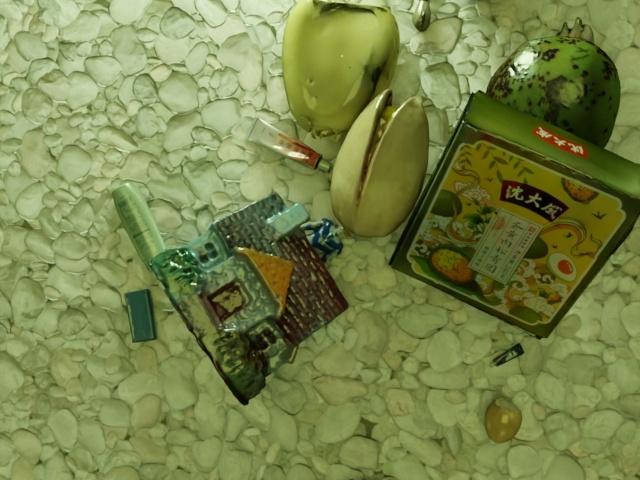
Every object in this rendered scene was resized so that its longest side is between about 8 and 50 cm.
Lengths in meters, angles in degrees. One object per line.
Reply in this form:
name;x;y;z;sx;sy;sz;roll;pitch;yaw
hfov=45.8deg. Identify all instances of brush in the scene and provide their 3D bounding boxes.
brush;0.245;-0.615;1.697;0.039;0.042;0.299;9;91;45

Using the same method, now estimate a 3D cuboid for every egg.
egg;0.400;0.399;1.670;0.080;0.080;0.096;18;108;5

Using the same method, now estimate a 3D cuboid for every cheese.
cheese;0.038;-0.373;1.681;0.260;0.128;0.315;5;84;12

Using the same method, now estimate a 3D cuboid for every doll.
doll;0.000;0.000;1.716;0.227;0.057;0.114;-27;84;8

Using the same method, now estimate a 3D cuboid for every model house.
model house;-0.118;0.105;1.621;0.339;0.297;0.360;-33;87;-7

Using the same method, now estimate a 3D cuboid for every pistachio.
pistachio;0.126;-0.161;1.616;0.194;0.214;0.317;17;106;17

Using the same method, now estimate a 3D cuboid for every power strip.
power strip;-0.418;0.177;1.768;0.056;0.032;0.123;-9;90;6

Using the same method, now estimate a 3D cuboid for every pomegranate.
pomegranate;0.495;-0.323;1.588;0.285;0.285;0.340;24;59;5

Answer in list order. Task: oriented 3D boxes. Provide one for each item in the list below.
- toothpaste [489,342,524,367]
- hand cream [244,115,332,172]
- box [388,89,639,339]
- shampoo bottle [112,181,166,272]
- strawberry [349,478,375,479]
toothpaste;0.416;0.260;1.697;0.083;0.019;0.027;-30;64;4
hand cream;-0.069;-0.214;1.736;0.216;0.038;0.052;27;65;8
box;0.385;-0.037;1.531;0.373;0.138;0.420;26;132;4
shampoo bottle;-0.416;-0.031;1.758;0.072;0.049;0.212;-25;87;4
strawberry;0.032;0.662;1.680;0.307;0.138;0.233;-6;91;4
